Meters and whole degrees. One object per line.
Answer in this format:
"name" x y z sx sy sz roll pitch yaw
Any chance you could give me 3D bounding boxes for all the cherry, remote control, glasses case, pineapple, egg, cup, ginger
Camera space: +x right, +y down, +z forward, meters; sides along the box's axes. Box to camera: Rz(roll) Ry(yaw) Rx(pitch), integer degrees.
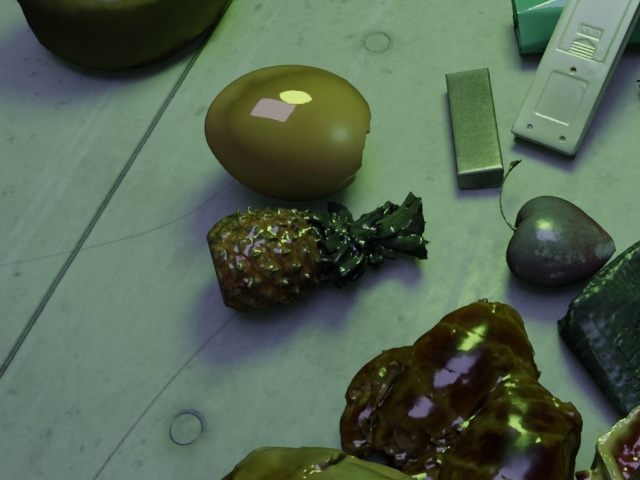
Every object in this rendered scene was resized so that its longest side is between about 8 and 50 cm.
"cherry" 0.329 -0.021 1.175 0.148 0.115 0.188 -7 45 39
"remote control" 0.392 -0.271 1.287 0.103 0.055 0.277 25 96 22
"glasses case" 0.239 -0.175 1.325 0.071 0.047 0.205 -7 57 9
"pineapple" 0.000 0.000 1.207 0.310 0.141 0.170 -13 32 -8
"egg" -0.050 -0.160 1.258 0.244 0.201 0.201 5 53 -25
"cup" 0.430 -0.377 1.377 0.236 0.134 0.148 -6 25 12
"ginger" 0.166 0.244 1.007 0.274 0.152 0.357 -17 55 -2

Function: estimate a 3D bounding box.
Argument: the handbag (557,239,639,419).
"handbag" 0.435 0.098 1.109 0.270 0.088 0.175 -38 68 -15

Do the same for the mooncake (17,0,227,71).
"mooncake" -0.349 -0.500 1.500 0.394 0.246 0.393 -12 65 1

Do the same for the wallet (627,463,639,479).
"wallet" 0.405 0.202 0.833 0.124 0.042 0.230 33 67 32

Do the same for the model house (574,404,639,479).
"model house" 0.402 0.258 0.939 0.254 0.196 0.160 -11 56 3

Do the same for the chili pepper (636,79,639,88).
"chili pepper" 0.590 -0.304 1.348 0.088 0.059 0.227 27 63 28

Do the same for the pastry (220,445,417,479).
"pastry" -0.003 0.408 0.841 0.409 0.245 0.409 -9 72 30
